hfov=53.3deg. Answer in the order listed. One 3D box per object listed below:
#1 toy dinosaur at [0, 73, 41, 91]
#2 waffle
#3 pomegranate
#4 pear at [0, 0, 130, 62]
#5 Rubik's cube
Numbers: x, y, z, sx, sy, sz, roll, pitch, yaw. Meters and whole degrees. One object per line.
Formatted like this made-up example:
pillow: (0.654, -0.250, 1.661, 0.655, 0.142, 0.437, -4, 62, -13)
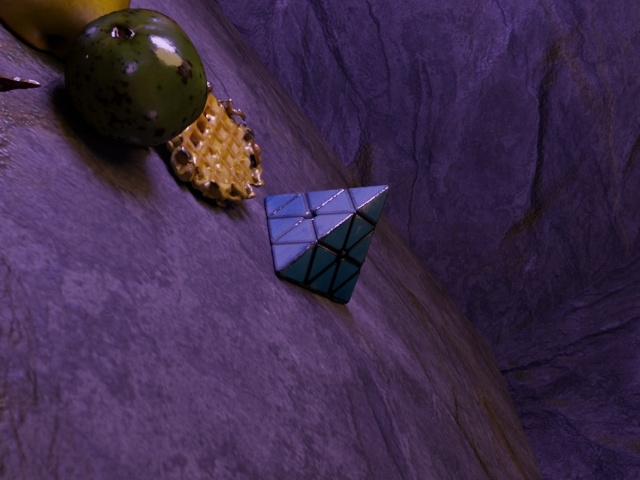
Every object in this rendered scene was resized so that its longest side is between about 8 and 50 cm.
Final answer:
toy dinosaur: (-0.431, -0.294, 0.726, 0.327, 0.113, 0.206, 58, -5, 49)
waffle: (-0.206, -0.193, 1.206, 0.280, 0.060, 0.262, -7, 80, -60)
pomegranate: (-0.277, -0.230, 0.988, 0.214, 0.214, 0.248, 57, -18, 18)
pear: (-0.437, -0.485, 1.045, 0.386, 0.191, 0.340, 57, 15, 19)
Rubik's cube: (-0.002, 0.002, 1.376, 0.228, 0.229, 0.233, 9, 75, -16)
